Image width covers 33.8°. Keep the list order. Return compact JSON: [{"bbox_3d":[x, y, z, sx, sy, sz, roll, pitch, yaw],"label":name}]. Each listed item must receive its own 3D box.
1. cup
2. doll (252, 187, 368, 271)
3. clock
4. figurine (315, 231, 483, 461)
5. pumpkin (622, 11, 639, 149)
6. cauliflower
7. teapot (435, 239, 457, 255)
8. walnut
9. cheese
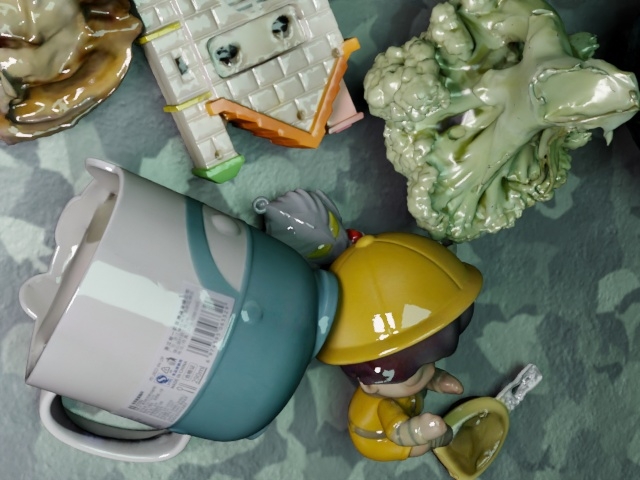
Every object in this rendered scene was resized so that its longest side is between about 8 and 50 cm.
[{"bbox_3d":[-0.158,0.094,1.022,0.258,0.219,0.289,24,113,-20],"label":"cup"},{"bbox_3d":[0.000,0.000,1.143,0.180,0.079,0.094,34,79,-30],"label":"doll"},{"bbox_3d":[-0.076,-0.209,1.096,0.220,0.106,0.255,-27,105,-17],"label":"clock"},{"bbox_3d":[0.073,0.113,1.098,0.167,0.192,0.256,6,117,3],"label":"figurine"},{"bbox_3d":[0.504,-0.194,1.248,0.315,0.238,0.315,-2,109,-6],"label":"pumpkin"},{"bbox_3d":[0.176,-0.161,1.103,0.261,0.281,0.326,8,81,4],"label":"cauliflower"},{"bbox_3d":[0.139,0.040,1.205,0.067,0.057,0.083,-10,87,-46],"label":"teapot"},{"bbox_3d":[-0.289,-0.217,0.979,0.204,0.141,0.238,-39,144,6],"label":"walnut"},{"bbox_3d":[0.201,0.207,1.242,0.162,0.036,0.086,-42,106,-15],"label":"cheese"}]
